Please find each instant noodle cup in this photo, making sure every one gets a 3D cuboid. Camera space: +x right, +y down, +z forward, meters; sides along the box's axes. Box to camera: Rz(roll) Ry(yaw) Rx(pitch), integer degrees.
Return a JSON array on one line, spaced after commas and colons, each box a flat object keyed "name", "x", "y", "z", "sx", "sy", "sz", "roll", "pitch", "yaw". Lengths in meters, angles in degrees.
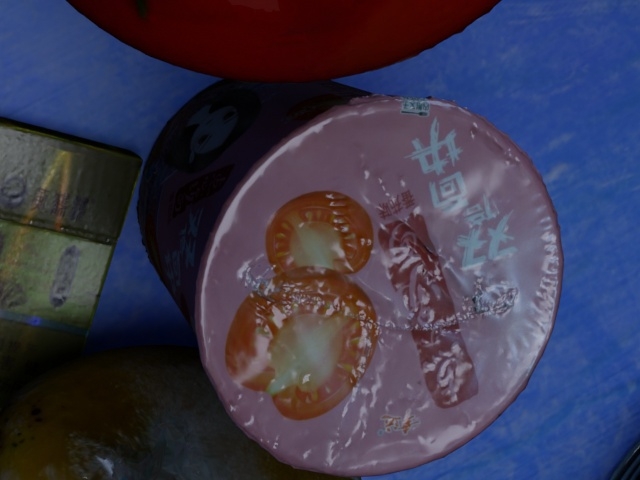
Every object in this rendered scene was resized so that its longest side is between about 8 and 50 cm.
[{"name": "instant noodle cup", "x": 0.000, "y": 0.000, "z": 1.251, "sx": 0.243, "sy": 0.231, "sz": 0.243, "roll": -7, "pitch": 108, "yaw": -20}]

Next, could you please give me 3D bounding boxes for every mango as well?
[{"name": "mango", "x": -0.093, "y": 0.164, "z": 1.296, "sx": 0.316, "sy": 0.146, "sz": 0.193, "roll": 0, "pitch": 75, "yaw": -41}]

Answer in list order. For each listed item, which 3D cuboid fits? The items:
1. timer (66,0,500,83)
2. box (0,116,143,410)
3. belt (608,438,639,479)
[{"name": "timer", "x": -0.019, "y": -0.279, "z": 1.097, "sx": 0.378, "sy": 0.279, "sz": 0.378, "roll": 2, "pitch": 101, "yaw": 11}, {"name": "box", "x": -0.205, "y": 0.019, "z": 1.290, "sx": 0.121, "sy": 0.030, "sz": 0.193, "roll": 13, "pitch": 102, "yaw": -25}, {"name": "belt", "x": 0.312, "y": 0.207, "z": 1.455, "sx": 0.116, "sy": 0.206, "sz": 0.267, "roll": 40, "pitch": 80, "yaw": -27}]
